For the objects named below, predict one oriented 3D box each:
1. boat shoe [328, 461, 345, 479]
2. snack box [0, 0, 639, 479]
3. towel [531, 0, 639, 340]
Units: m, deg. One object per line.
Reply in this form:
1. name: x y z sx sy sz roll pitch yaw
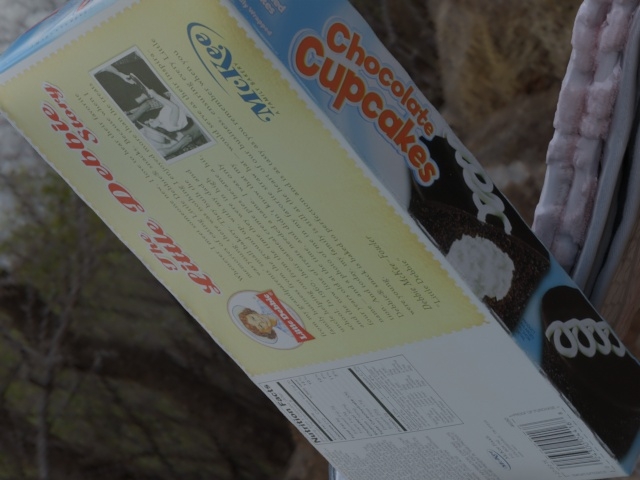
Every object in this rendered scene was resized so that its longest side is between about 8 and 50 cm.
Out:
1. boat shoe: 0.045 0.153 0.966 0.226 0.076 0.083 -86 1 -54
2. snack box: 0.000 0.000 0.672 0.187 0.322 0.060 -18 30 47
3. towel: 0.200 -0.070 0.798 0.317 0.053 0.331 -48 -27 -44
